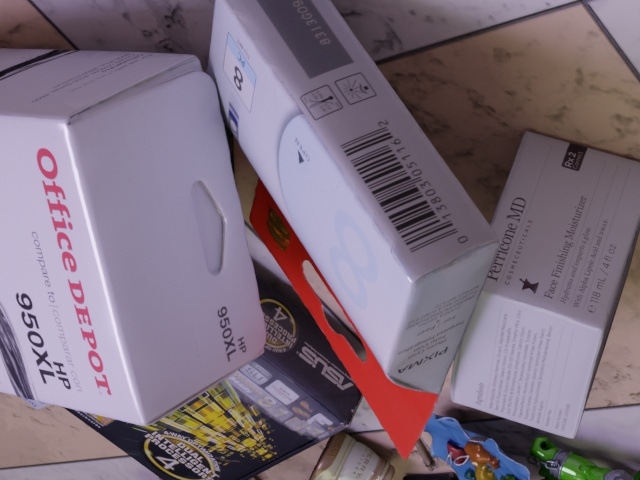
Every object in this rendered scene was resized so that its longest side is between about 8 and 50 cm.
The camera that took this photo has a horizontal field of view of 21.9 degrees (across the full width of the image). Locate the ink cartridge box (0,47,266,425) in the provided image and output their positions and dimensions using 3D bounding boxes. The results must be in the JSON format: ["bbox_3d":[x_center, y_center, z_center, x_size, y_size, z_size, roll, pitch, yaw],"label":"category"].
[{"bbox_3d":[-0.264,-0.017,1.503,0.394,0.166,0.286,6,117,41],"label":"ink cartridge box"}]

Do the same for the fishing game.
[{"bbox_3d":[0.181,0.262,1.797,0.264,0.041,0.189,27,156,38],"label":"fishing game"}]

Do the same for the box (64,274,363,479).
[{"bbox_3d":[-0.187,0.106,1.798,0.395,0.097,0.318,40,137,-15],"label":"box"}]

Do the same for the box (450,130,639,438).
[{"bbox_3d":[0.197,0.039,1.420,0.119,0.181,0.182,16,145,11],"label":"box"}]

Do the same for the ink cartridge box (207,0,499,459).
[{"bbox_3d":[0.000,0.000,1.423,0.308,0.091,0.385,56,155,24],"label":"ink cartridge box"}]

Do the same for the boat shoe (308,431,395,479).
[{"bbox_3d":[0.019,0.336,2.015,0.089,0.105,0.285,24,146,6],"label":"boat shoe"}]

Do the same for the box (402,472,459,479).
[{"bbox_3d":[0.139,0.388,1.942,0.077,0.180,0.147,-11,133,42],"label":"box"}]

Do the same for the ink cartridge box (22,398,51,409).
[{"bbox_3d":[-0.378,0.099,1.943,0.207,0.097,0.046,43,142,-25],"label":"ink cartridge box"}]

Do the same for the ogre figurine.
[{"bbox_3d":[0.312,0.278,1.769,0.118,0.097,0.197,10,133,52],"label":"ogre figurine"}]

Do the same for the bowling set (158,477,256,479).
[{"bbox_3d":[-0.139,0.368,2.158,0.199,0.154,0.287,19,150,-28],"label":"bowling set"}]

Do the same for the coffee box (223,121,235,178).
[{"bbox_3d":[-0.172,-0.104,1.581,0.184,0.040,0.113,17,144,13],"label":"coffee box"}]
